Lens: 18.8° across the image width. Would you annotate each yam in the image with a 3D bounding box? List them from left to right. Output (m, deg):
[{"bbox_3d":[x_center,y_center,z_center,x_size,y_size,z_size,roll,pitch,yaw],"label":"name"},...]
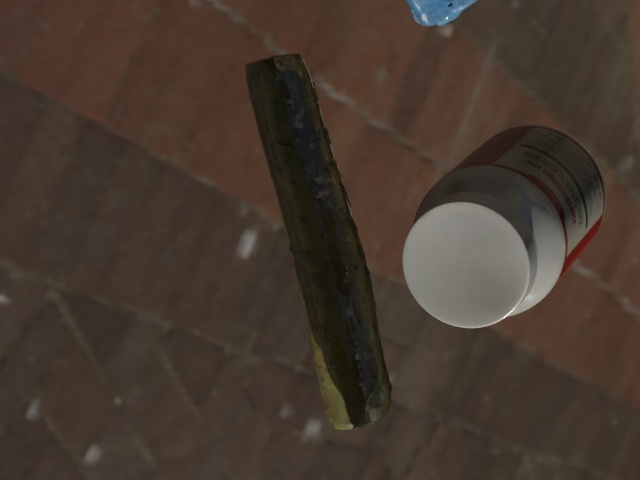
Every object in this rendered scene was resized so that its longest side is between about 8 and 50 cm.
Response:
[{"bbox_3d":[0.000,0.000,1.892,0.083,0.083,0.372,-21,98,-58],"label":"yam"}]

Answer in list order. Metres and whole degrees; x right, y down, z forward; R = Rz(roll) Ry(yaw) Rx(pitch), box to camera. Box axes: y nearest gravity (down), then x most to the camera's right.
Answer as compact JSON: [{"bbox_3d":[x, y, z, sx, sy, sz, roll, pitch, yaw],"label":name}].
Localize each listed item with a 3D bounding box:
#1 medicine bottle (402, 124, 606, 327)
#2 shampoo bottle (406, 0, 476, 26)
[{"bbox_3d":[0.157,-0.014,1.629,0.250,0.131,0.131,-38,144,-65],"label":"medicine bottle"},{"bbox_3d":[0.019,-0.250,1.174,0.258,0.061,0.104,58,23,-14],"label":"shampoo bottle"}]
